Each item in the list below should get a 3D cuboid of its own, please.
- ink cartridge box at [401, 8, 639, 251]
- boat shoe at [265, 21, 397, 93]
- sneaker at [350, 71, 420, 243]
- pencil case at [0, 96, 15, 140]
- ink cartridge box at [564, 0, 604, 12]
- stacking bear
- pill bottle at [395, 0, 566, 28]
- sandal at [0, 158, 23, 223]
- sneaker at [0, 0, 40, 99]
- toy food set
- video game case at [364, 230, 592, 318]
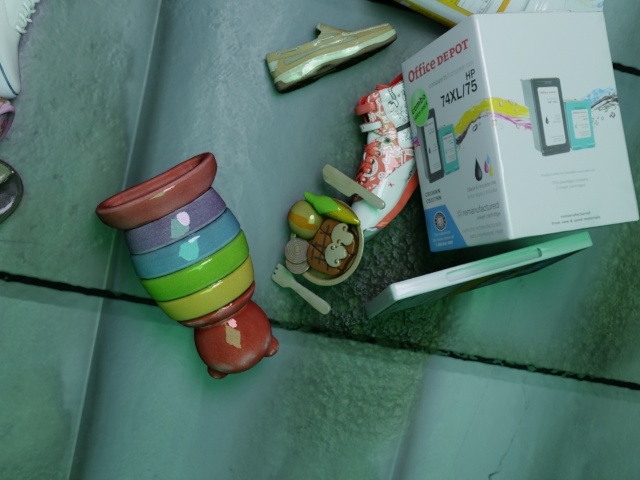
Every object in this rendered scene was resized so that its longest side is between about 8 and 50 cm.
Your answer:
[{"bbox_3d":[0.251,-0.136,0.993,0.197,0.198,0.270,-8,87,-21],"label":"ink cartridge box"},{"bbox_3d":[0.014,-0.277,1.075,0.190,0.068,0.072,-24,90,-8],"label":"boat shoe"},{"bbox_3d":[0.083,-0.124,1.096,0.145,0.090,0.270,44,84,-13],"label":"sneaker"},{"bbox_3d":[-0.535,-0.241,0.893,0.160,0.167,0.386,-40,98,-10],"label":"pencil case"},{"bbox_3d":[0.375,-0.359,1.144,0.088,0.052,0.122,5,97,-13],"label":"ink cartridge box"},{"bbox_3d":[-0.160,0.050,1.037,0.175,0.164,0.289,-27,106,-7],"label":"stacking bear"},{"bbox_3d":[0.213,-0.362,1.066,0.246,0.136,0.136,21,92,-14],"label":"pill bottle"},{"bbox_3d":[-0.527,-0.002,0.989,0.303,0.086,0.120,-32,97,-21],"label":"sandal"},{"bbox_3d":[-0.400,-0.311,0.965,0.091,0.094,0.258,-8,98,-7],"label":"sneaker"},{"bbox_3d":[0.000,0.000,1.064,0.038,0.132,0.192,3,116,-56],"label":"toy food set"},{"bbox_3d":[0.215,0.053,1.090,0.285,0.204,0.025,-14,79,-10],"label":"video game case"}]
